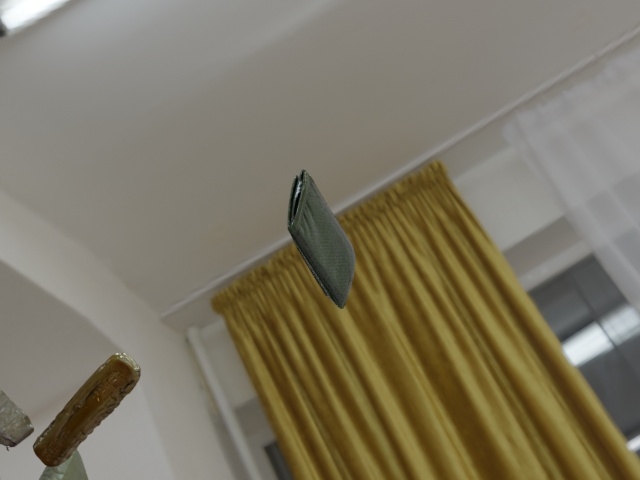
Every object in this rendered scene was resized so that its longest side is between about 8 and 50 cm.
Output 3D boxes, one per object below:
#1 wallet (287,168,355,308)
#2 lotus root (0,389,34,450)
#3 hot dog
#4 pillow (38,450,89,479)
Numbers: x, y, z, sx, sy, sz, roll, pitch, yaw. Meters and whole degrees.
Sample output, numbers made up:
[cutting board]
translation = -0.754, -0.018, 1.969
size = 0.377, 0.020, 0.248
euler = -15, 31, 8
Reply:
[wallet]
translation = -0.002, 0.001, 1.844
size = 0.055, 0.160, 0.236
euler = -16, -49, 22
[lotus root]
translation = -0.613, 0.290, 1.729
size = 0.074, 0.261, 0.170
euler = -44, -13, -31
[hot dog]
translation = -0.432, 0.317, 1.797
size = 0.289, 0.083, 0.068
euler = -46, -17, 21
[pillow]
translation = -0.660, 0.691, 2.443
size = 0.120, 0.255, 0.322
euler = 16, -40, 11
